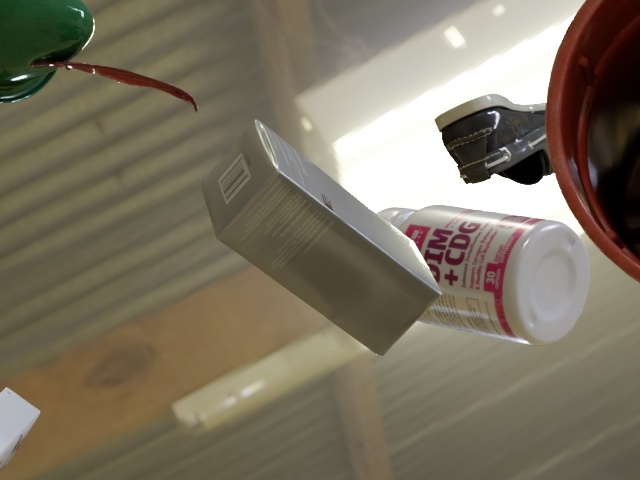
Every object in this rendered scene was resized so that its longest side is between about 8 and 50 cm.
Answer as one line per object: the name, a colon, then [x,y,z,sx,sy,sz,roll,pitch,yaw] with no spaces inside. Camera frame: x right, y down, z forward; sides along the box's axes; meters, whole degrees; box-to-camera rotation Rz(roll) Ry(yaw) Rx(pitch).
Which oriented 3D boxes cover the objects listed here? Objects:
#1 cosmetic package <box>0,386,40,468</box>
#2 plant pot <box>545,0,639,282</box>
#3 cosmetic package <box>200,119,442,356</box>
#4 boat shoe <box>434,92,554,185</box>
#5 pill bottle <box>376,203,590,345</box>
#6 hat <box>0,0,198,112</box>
cosmetic package: [-0.429,0.274,2.141,0.099,0.060,0.239,-57,-3,25]
plant pot: [0.309,-0.056,1.260,0.272,0.272,0.265,-34,-17,3]
cosmetic package: [0.000,0.000,1.797,0.238,0.127,0.107,34,-74,-28]
boat shoe: [0.184,-0.084,1.637,0.084,0.079,0.233,-31,-15,28]
pill bottle: [0.190,0.038,2.276,0.160,0.283,0.160,-9,-77,-44]
hat: [-0.264,-0.223,1.857,0.208,0.183,0.173,-10,-75,-51]
